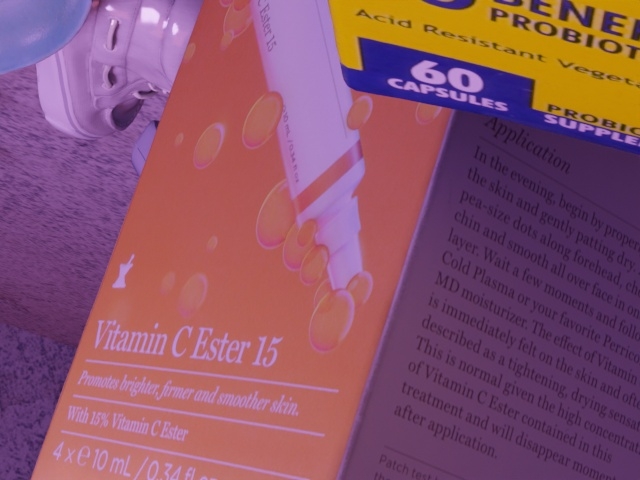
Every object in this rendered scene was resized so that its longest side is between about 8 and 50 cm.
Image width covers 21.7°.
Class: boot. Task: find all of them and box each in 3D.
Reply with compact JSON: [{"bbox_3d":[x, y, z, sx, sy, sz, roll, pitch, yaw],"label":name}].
[{"bbox_3d":[-0.114,-0.113,1.094,0.123,0.095,0.258,23,167,7],"label":"boot"}]

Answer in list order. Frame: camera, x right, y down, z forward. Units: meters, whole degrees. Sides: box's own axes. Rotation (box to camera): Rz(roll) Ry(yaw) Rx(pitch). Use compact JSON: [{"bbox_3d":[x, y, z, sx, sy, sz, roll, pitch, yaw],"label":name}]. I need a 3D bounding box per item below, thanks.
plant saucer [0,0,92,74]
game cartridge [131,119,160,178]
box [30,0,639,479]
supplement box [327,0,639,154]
[{"bbox_3d":[-0.275,-0.184,0.905,0.317,0.044,0.317,7,156,3],"label":"plant saucer"},{"bbox_3d":[0.000,0.000,1.290,0.294,0.060,0.196,18,-153,-35],"label":"game cartridge"},{"bbox_3d":[0.048,-0.020,0.717,0.168,0.345,0.215,27,164,-33],"label":"box"},{"bbox_3d":[0.110,-0.159,0.399,0.194,0.195,0.356,15,166,9],"label":"supplement box"}]
